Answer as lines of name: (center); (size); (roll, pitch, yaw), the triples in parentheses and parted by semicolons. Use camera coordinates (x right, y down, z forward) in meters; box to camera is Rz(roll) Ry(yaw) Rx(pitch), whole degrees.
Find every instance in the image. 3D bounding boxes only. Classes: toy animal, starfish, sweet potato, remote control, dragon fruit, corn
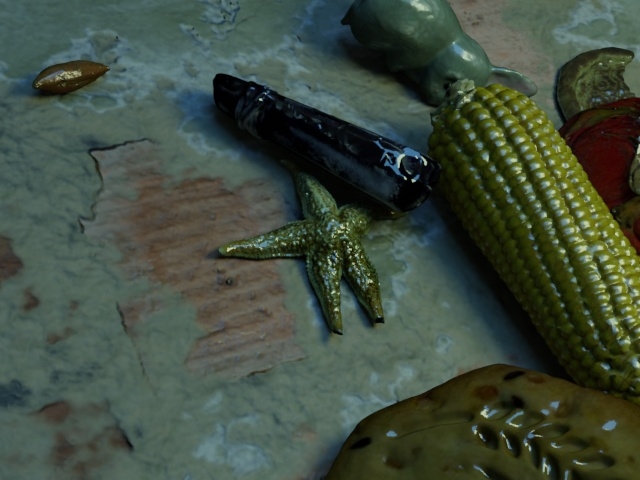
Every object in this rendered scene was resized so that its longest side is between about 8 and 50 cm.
toy animal: (0.133, -0.217, 1.391); (0.236, 0.138, 0.108); (43, 84, -2)
starfish: (0.000, -0.001, 1.240); (0.217, 0.050, 0.223); (-14, 55, -18)
sweet potato: (-0.266, -0.173, 1.284); (0.095, 0.034, 0.034); (-18, 62, -39)
remote control: (-0.004, -0.101, 1.274); (0.266, 0.090, 0.066); (25, 73, 13)
dragon fruit: (0.368, -0.084, 1.327); (0.224, 0.148, 0.218); (-27, 71, -25)
corn: (0.238, 0.000, 1.250); (0.144, 0.144, 0.387); (-20, 67, -28)

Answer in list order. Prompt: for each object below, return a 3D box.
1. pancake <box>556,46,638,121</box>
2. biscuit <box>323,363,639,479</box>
pancake: (0.373, -0.159, 1.476); (0.190, 0.020, 0.184); (40, 53, 12)
biscuit: (0.141, 0.252, 0.996); (0.359, 0.046, 0.359); (-12, 46, 12)
